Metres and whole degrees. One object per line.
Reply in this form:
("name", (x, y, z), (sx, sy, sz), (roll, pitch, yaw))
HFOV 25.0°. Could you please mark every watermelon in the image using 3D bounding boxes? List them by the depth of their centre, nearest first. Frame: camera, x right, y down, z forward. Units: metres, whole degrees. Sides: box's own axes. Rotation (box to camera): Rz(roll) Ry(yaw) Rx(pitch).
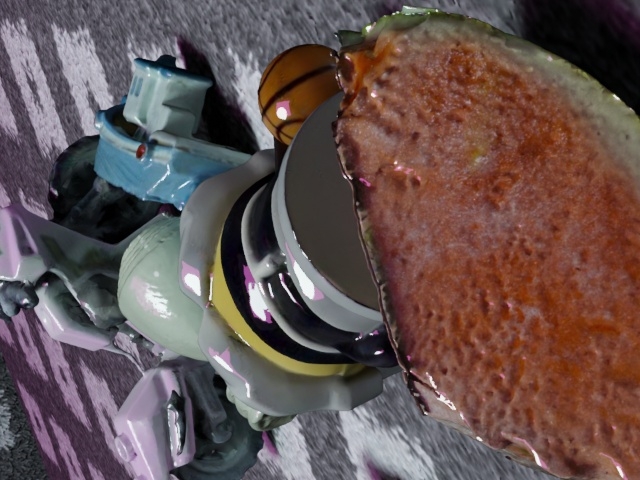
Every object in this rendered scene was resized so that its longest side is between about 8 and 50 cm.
("watermelon", (0.100, 0.011, 0.608), (0.146, 0.128, 0.231), (34, -141, -69))

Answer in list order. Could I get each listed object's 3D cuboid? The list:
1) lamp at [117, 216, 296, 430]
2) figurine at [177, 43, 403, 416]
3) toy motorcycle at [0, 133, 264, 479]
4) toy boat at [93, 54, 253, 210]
("lamp", (-0.082, 0.063, 1.121), (0.193, 0.106, 0.106), (48, 154, 22))
("figurine", (0.000, 0.000, 0.781), (0.236, 0.133, 0.176), (132, 122, -66))
("toy motorcycle", (-0.178, 0.076, 1.236), (0.143, 0.188, 0.327), (-21, 92, 64))
("toy boat", (-0.110, -0.085, 1.075), (0.215, 0.088, 0.102), (27, 101, 62))
